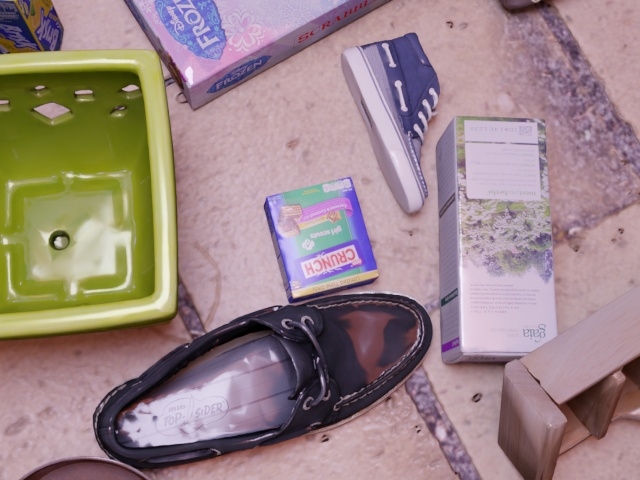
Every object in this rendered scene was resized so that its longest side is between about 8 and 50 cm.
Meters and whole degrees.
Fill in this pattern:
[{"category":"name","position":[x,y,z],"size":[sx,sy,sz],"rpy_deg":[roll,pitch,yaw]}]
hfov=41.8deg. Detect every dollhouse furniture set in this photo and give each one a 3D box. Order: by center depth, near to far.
[{"category":"dollhouse furniture set","position":[0.368,0.222,0.683],"size":[0.257,0.362,0.394],"rpy_deg":[-29,56,-10]}]

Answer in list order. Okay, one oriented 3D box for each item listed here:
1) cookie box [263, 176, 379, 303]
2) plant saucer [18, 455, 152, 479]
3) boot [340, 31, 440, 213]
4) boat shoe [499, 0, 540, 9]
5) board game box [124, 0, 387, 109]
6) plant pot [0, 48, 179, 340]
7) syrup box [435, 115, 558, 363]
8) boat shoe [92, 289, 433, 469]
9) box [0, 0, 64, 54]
[{"category":"cookie box","position":[0.000,0.000,0.843],"size":[0.092,0.040,0.107],"rpy_deg":[-14,80,-9]},{"category":"plant saucer","position":[-0.205,0.265,0.748],"size":[0.169,0.029,0.168],"rpy_deg":[0,101,-2]},{"category":"boot","position":[0.092,-0.127,0.864],"size":[0.086,0.069,0.189],"rpy_deg":[-19,79,-6]},{"category":"boat shoe","position":[0.319,-0.366,0.926],"size":[0.324,0.096,0.116],"rpy_deg":[-32,42,-15]},{"category":"board game box","position":[-0.084,-0.352,0.898],"size":[0.318,0.066,0.318],"rpy_deg":[-32,82,-11]},{"category":"plant pot","position":[-0.238,-0.020,0.740],"size":[0.228,0.207,0.227],"rpy_deg":[-4,79,-7]},{"category":"syrup box","position":[0.171,0.003,0.831],"size":[0.093,0.096,0.236],"rpy_deg":[1,78,-4]},{"category":"boat shoe","position":[-0.045,0.124,0.775],"size":[0.340,0.113,0.127],"rpy_deg":[-13,79,-8]},{"category":"box","position":[-0.290,-0.216,0.796],"size":[0.054,0.169,0.059],"rpy_deg":[6,78,-5]}]
